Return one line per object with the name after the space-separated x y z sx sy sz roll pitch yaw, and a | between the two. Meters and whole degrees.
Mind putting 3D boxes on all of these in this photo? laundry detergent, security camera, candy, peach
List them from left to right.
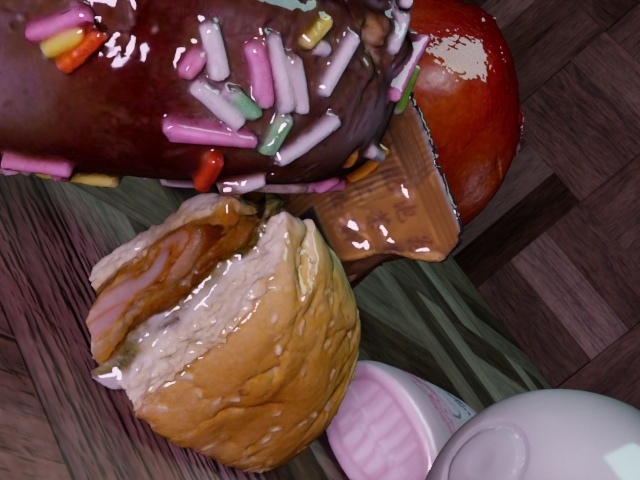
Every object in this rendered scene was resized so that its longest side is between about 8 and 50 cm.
0.000 0.000 0.808 0.101 0.271 0.143 -10 66 -47 | candy
0.063 -0.146 1.314 0.370 0.370 0.370 47 10 -11 | peach
0.113 0.198 1.026 0.159 0.088 0.335 59 13 26 | laundry detergent
0.137 0.206 0.687 0.194 0.236 0.194 45 13 -13 | security camera

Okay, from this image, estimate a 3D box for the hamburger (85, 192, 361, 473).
-0.035 0.076 0.712 0.208 0.155 0.135 52 15 -41 | hamburger

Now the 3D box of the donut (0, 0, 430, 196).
-0.082 -0.098 0.635 0.259 0.136 0.345 14 13 41 | donut
